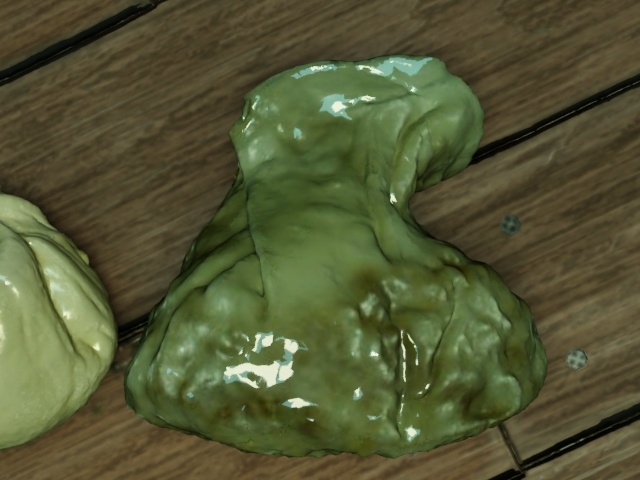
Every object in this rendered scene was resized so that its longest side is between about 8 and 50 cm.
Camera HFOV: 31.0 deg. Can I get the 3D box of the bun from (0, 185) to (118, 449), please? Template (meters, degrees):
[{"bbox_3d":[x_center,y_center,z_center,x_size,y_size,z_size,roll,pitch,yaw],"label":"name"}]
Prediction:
[{"bbox_3d":[-0.308,0.054,0.965,0.259,0.160,0.259,1,55,-2],"label":"bun"}]

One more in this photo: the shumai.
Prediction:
[{"bbox_3d":[0.000,0.000,0.900,0.330,0.292,0.288,-5,101,-31],"label":"shumai"}]
